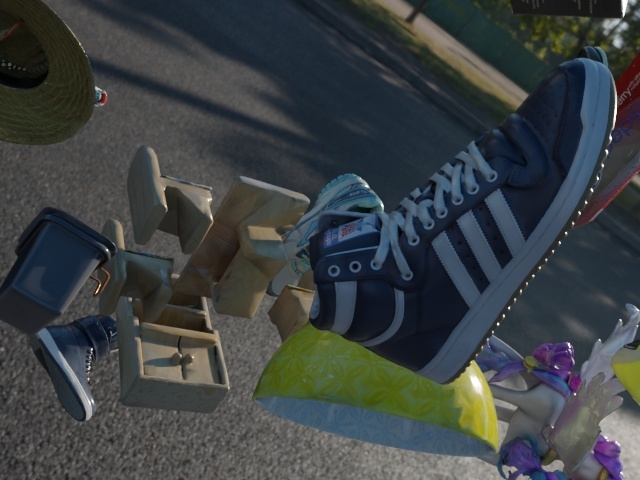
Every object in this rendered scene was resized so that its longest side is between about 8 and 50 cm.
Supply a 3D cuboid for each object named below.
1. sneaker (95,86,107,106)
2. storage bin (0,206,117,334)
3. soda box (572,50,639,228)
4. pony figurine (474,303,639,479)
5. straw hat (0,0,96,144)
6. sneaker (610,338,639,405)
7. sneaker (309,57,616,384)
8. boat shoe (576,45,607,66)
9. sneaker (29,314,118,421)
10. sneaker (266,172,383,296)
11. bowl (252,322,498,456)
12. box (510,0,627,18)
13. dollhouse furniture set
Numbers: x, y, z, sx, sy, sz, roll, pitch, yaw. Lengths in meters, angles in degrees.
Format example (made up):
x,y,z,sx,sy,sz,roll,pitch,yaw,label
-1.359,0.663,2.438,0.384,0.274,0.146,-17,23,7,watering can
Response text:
x,y,z,sx,sy,sz,roll,pitch,yaw,label
-0.496,-0.301,1.423,0.076,0.057,0.161,10,1,-15,sneaker
-0.282,0.043,0.695,0.098,0.135,0.091,36,54,-22,storage bin
0.414,-0.136,0.938,0.084,0.263,0.092,-15,58,-38,soda box
0.384,0.278,1.130,0.364,0.350,0.303,22,35,27,pony figurine
-0.213,-0.139,0.451,0.145,0.144,0.061,29,43,-21,straw hat
0.447,0.255,0.693,0.384,0.147,0.145,49,-2,42,sneaker
0.087,-0.022,0.501,0.153,0.282,0.099,21,25,-8,sneaker
0.483,-0.288,1.236,0.079,0.084,0.233,16,54,5,boat shoe
-0.436,0.232,1.278,0.164,0.086,0.226,-12,48,-40,sneaker
0.000,0.000,1.232,0.110,0.283,0.122,43,-2,-43,sneaker
0.076,0.153,0.811,0.290,0.290,0.155,25,66,-29,bowl
0.341,-0.388,0.910,0.159,0.093,0.156,13,-11,26,box
-0.174,0.046,1.050,0.362,0.394,0.256,15,34,-32,dollhouse furniture set
